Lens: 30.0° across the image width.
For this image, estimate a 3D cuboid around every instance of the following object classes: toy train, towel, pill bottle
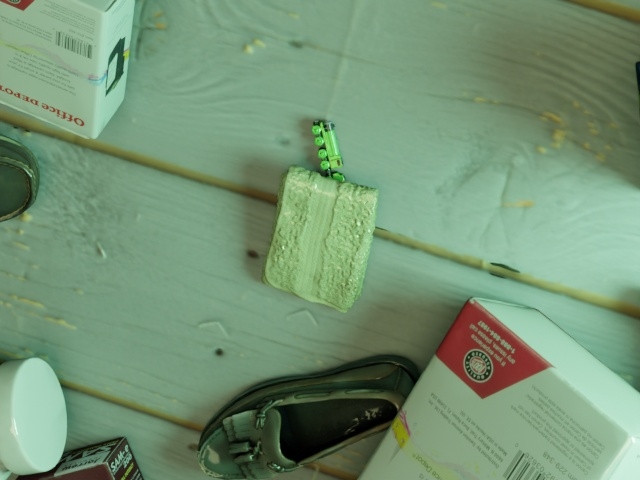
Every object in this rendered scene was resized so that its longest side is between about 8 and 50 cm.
[{"bbox_3d":[0.010,-0.084,1.221,0.024,0.017,0.083,-13,103,4],"label":"toy train"},{"bbox_3d":[0.000,0.000,1.231,0.110,0.027,0.148,16,118,5],"label":"towel"},{"bbox_3d":[-0.426,0.209,1.319,0.265,0.153,0.153,-10,104,14],"label":"pill bottle"}]

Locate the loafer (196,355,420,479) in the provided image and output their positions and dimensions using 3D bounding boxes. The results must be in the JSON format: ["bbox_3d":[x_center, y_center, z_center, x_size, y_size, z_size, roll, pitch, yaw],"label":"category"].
[{"bbox_3d":[-0.022,0.195,1.273,0.268,0.084,0.096,-23,99,16],"label":"loafer"}]

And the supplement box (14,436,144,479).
[{"bbox_3d":[-0.245,0.357,1.370,0.130,0.073,0.239,-17,103,14],"label":"supplement box"}]

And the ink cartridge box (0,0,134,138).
[{"bbox_3d":[-0.257,-0.201,1.170,0.127,0.072,0.175,23,141,3],"label":"ink cartridge box"}]

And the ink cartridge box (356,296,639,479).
[{"bbox_3d":[0.175,0.243,1.168,0.226,0.131,0.306,43,113,37],"label":"ink cartridge box"}]

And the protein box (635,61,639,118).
[{"bbox_3d":[0.391,-0.091,1.048,0.201,0.200,0.135,-6,105,12],"label":"protein box"}]

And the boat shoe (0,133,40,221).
[{"bbox_3d":[-0.465,-0.028,1.218,0.356,0.130,0.132,-8,126,-11],"label":"boat shoe"}]
